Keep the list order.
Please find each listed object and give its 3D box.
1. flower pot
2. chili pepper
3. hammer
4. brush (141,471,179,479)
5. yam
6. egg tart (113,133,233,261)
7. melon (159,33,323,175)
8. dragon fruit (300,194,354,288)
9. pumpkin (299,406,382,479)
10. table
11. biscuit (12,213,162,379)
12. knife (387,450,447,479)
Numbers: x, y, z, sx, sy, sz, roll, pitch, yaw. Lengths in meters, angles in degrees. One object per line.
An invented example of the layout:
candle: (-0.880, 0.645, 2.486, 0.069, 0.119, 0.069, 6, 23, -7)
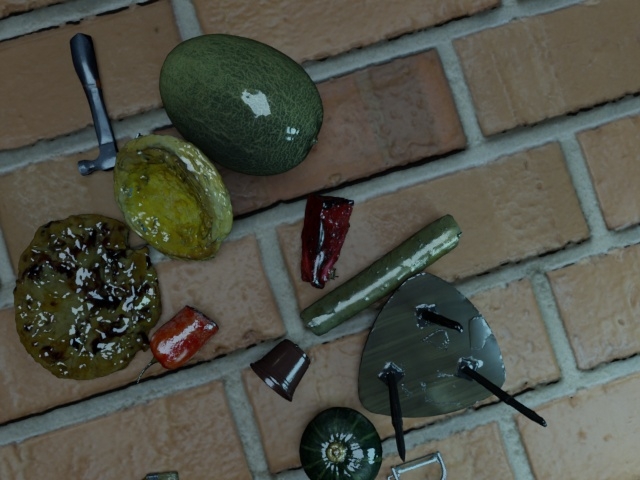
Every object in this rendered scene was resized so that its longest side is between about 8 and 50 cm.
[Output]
flower pot: (-0.072, 0.253, 1.280, 0.111, 0.111, 0.089, 43, 71, -1)
chili pepper: (-0.297, 0.214, 1.272, 0.192, 0.084, 0.086, -44, 74, -9)
hammer: (-0.455, -0.288, 1.305, 0.137, 0.037, 0.289, -14, 89, -3)
brush: (-0.373, 0.498, 1.290, 0.170, 0.014, 0.043, -5, 90, -2)
yam: (0.127, 0.073, 1.301, 0.372, 0.083, 0.083, -33, 90, -1)
egg tart: (-0.272, -0.087, 1.239, 0.291, 0.291, 0.107, 39, 43, -1)
melon: (-0.151, -0.260, 1.218, 0.329, 0.248, 0.248, 30, 86, 6)
dragon fruit: (0.018, 0.004, 1.284, 0.093, 0.122, 0.192, 10, 85, -18)
pumpkin: (0.040, 0.417, 1.259, 0.167, 0.125, 0.167, -1, 68, 2)
table: (0.230, 0.237, 1.183, 0.318, 0.249, 0.317, -1, 100, -6)
biscuit: (-0.468, 0.112, 1.269, 0.290, 0.081, 0.333, -2, 89, -2)
knife: (0.232, 0.586, 1.302, 0.123, 0.053, 0.277, -18, 88, 2)
